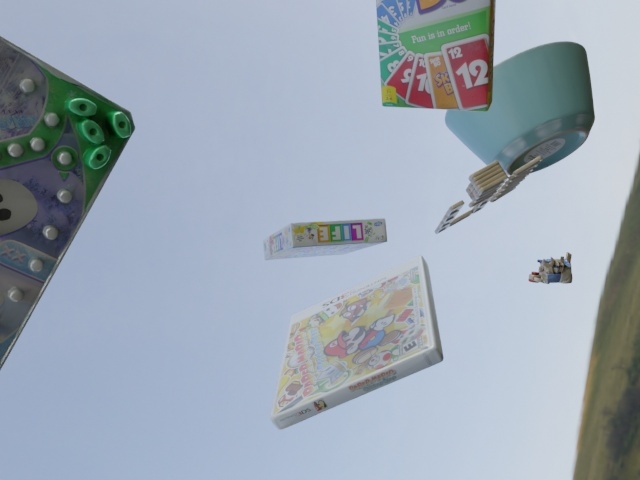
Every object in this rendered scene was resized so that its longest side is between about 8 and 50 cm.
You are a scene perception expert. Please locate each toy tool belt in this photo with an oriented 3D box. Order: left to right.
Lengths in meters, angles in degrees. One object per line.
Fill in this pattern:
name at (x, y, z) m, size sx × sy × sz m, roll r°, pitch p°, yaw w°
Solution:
toy tool belt at (0.387, 0.044, 1.174) m, size 0.083 × 0.052 × 0.051 m, roll 1°, pitch -83°, yaw -22°

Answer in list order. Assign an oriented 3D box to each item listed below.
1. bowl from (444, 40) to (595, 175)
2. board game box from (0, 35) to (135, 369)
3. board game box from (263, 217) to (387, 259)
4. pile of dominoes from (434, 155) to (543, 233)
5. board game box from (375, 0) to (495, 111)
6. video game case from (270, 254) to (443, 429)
bowl at (0.430, -0.245, 1.431) m, size 0.312 × 0.312 × 0.163 m, roll 9°, pitch -125°, yaw -56°
board game box at (-0.434, -0.047, 0.660) m, size 0.390 × 0.050 × 0.389 m, roll 30°, pitch -93°, yaw -27°
board game box at (0.000, 0.000, 0.788) m, size 0.104 × 0.154 × 0.026 m, roll -4°, pitch -95°, yaw -15°
pile of dominoes at (0.315, -0.097, 1.368) m, size 0.040 × 0.196 × 0.251 m, roll 60°, pitch 176°, yaw 10°
board game box at (0.120, -0.262, 0.734) m, size 0.039 × 0.124 × 0.259 m, roll -56°, pitch -33°, yaw -51°
video game case at (0.043, 0.116, 0.854) m, size 0.026 × 0.207 × 0.227 m, roll 58°, pitch -164°, yaw -20°
